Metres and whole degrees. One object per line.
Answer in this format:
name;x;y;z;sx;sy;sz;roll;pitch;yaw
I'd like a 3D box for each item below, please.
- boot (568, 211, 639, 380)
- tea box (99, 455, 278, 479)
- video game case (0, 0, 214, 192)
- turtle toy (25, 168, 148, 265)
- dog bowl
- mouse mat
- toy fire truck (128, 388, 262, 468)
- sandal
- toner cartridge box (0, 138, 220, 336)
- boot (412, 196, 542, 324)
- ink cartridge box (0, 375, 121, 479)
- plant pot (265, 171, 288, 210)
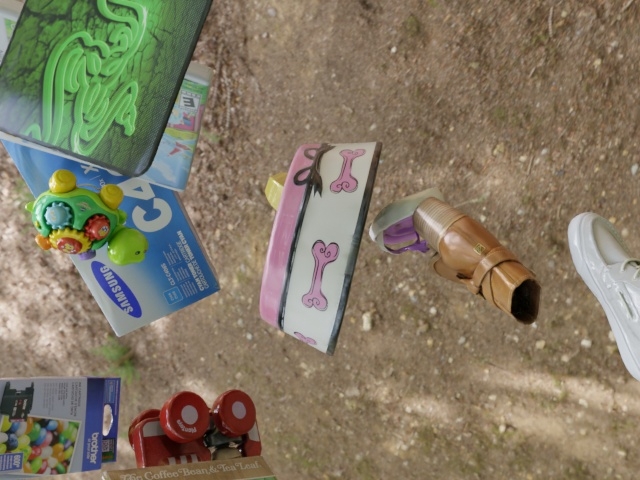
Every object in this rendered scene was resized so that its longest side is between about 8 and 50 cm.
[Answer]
boot;0.440;0.059;0.852;0.258;0.095;0.123;70;154;18
tea box;-0.132;0.460;0.639;0.323;0.219;0.329;43;111;42
video game case;-0.226;-0.135;0.633;0.212;0.023;0.193;16;148;-11
turtle toy;-0.246;-0.014;0.672;0.130;0.066;0.095;18;139;-26
dog bowl;0.000;0.000;1.185;0.150;0.408;0.408;13;132;2
mouse mat;-0.158;-0.153;0.458;0.152;0.007;0.190;19;89;15
toy fire truck;-0.249;0.457;1.311;0.169;0.302;0.254;-33;60;37
sandal;0.193;-0.016;1.368;0.169;0.416;0.102;-20;80;7
toner cartridge box;-0.283;-0.052;0.870;0.165;0.075;0.348;-25;115;-5
boot;0.279;0.053;1.033;0.220;0.109;0.283;44;176;38
ink cartridge box;-0.535;0.361;1.231;0.065;0.311;0.186;-12;74;48
plant pot;-0.091;-0.125;1.588;0.083;0.081;0.082;37;130;19
